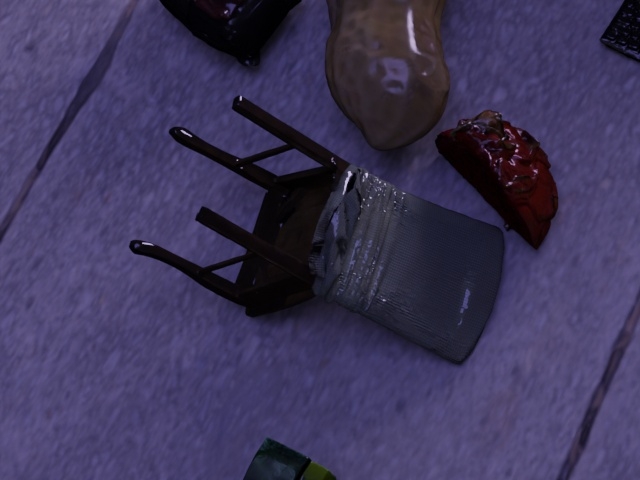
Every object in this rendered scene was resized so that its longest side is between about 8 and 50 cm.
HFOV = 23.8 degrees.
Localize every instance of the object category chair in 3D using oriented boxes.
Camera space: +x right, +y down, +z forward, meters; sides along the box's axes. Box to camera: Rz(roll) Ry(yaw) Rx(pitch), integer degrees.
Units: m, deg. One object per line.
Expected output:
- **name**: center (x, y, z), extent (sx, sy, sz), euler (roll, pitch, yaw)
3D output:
- **chair**: center (0.000, 0.000, 1.504), extent (0.186, 0.319, 0.160), euler (-17, 51, 56)

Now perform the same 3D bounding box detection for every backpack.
- **backpack**: center (-0.114, -0.278, 1.659), extent (0.165, 0.106, 0.120), euler (30, 80, 20)

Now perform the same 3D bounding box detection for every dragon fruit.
- **dragon fruit**: center (0.186, -0.081, 1.505), extent (0.083, 0.106, 0.162), euler (-34, 61, -4)

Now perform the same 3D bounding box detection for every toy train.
- **toy train**: center (0.029, 0.260, 1.379), extent (0.200, 0.132, 0.083), euler (20, 74, 22)

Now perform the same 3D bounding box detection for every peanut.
- **peanut**: center (0.067, -0.236, 1.581), extent (0.149, 0.149, 0.313), euler (-4, 66, 11)

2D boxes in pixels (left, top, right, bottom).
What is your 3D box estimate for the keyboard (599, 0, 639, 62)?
- **keyboard**: center (0.413, -0.186, 1.545), extent (0.250, 0.017, 0.087), euler (29, 78, 23)
